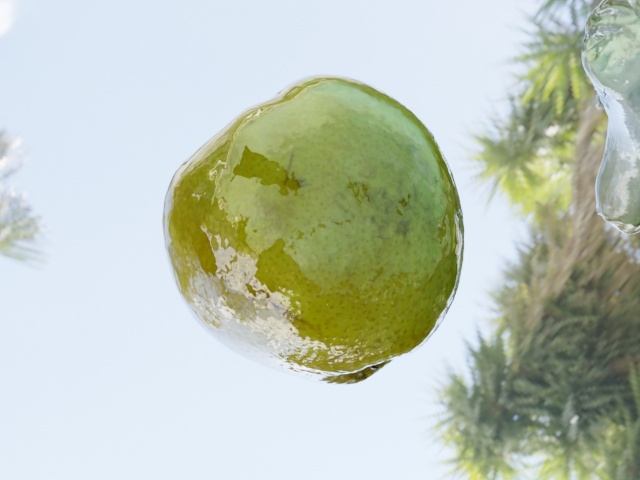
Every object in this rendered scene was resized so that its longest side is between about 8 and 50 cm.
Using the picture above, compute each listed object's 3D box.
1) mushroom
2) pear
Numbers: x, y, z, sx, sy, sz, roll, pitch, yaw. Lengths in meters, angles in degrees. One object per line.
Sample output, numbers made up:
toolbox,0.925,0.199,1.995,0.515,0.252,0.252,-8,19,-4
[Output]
mushroom,0.292,-0.116,1.115,0.099,0.278,0.096,9,-127,21
pear,0.000,0.000,0.833,0.208,0.209,0.209,15,-137,-14
